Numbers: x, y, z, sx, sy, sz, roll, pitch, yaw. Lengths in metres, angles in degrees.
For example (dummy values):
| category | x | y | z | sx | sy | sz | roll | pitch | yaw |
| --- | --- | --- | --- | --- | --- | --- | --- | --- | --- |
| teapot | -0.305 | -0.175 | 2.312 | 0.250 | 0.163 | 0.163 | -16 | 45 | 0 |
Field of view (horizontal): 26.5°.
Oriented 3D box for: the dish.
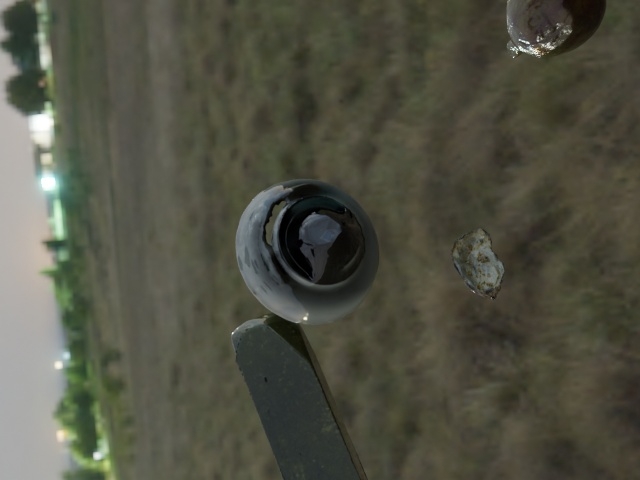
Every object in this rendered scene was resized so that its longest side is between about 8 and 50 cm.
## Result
| category | x | y | z | sx | sy | sz | roll | pitch | yaw |
| --- | --- | --- | --- | --- | --- | --- | --- | --- | --- |
| dish | 0.000 | 0.000 | 1.237 | 0.078 | 0.141 | 0.141 | 140 | 125 | -64 |

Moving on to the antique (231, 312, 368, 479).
| category | x | y | z | sx | sy | sz | roll | pitch | yaw |
| --- | --- | --- | --- | --- | --- | --- | --- | --- | --- |
| antique | -0.023 | 0.183 | 1.444 | 0.081 | 0.080 | 0.221 | 49 | -161 | -85 |

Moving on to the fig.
| category | x | y | z | sx | sy | sz | roll | pitch | yaw |
| --- | --- | --- | --- | --- | --- | --- | --- | --- | --- |
| fig | 0.253 | -0.256 | 1.547 | 0.154 | 0.109 | 0.103 | -37 | 12 | 50 |

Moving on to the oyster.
| category | x | y | z | sx | sy | sz | roll | pitch | yaw |
| --- | --- | --- | --- | --- | --- | --- | --- | --- | --- |
| oyster | 0.185 | 0.031 | 1.575 | 0.083 | 0.054 | 0.019 | 66 | -166 | 11 |
